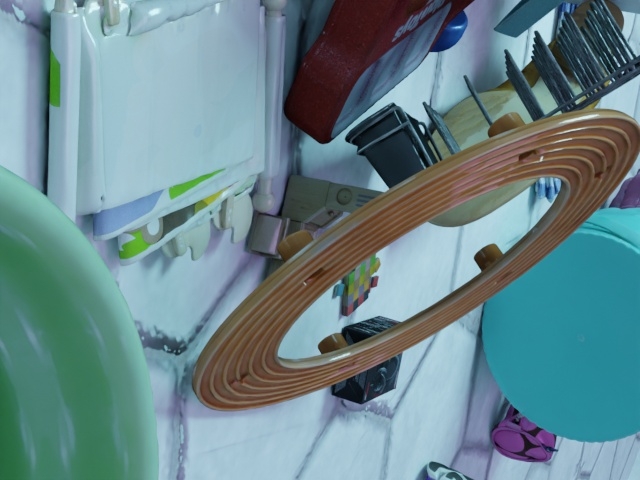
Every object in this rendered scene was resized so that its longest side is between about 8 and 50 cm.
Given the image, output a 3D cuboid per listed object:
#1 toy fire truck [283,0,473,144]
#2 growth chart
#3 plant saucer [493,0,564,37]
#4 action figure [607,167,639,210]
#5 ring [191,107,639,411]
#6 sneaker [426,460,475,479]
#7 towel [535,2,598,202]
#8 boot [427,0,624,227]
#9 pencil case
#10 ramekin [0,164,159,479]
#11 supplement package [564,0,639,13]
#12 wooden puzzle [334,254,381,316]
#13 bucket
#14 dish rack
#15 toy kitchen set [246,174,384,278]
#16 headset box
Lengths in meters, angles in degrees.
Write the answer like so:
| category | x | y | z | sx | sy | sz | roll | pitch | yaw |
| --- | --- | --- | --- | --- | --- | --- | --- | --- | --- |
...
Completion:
| category | x | y | z | sx | sy | sz | roll | pitch | yaw |
| --- | --- | --- | --- | --- | --- | --- | --- | --- | --- |
| toy fire truck | 0.094 | -0.219 | 0.799 | 0.302 | 0.169 | 0.254 | -46 | 169 | -49 |
| growth chart | -0.078 | -0.067 | 0.649 | 0.237 | 0.021 | 0.172 | -20 | 123 | -61 |
| plant saucer | 0.182 | -0.196 | 0.825 | 0.067 | 0.018 | 0.192 | -36 | -172 | 39 |
| action figure | 0.462 | -0.006 | 1.699 | 0.276 | 0.248 | 0.370 | 38 | 68 | -35 |
| ring | 0.062 | 0.014 | 0.760 | 0.337 | 0.032 | 0.336 | -28 | 160 | -11 |
| sneaker | 0.150 | 0.303 | 1.296 | 0.071 | 0.068 | 0.170 | -59 | 152 | -19 |
| towel | 0.321 | -0.207 | 1.402 | 0.209 | 0.034 | 0.285 | -37 | 136 | -54 |
| boot | 0.188 | -0.086 | 1.121 | 0.295 | 0.104 | 0.211 | -47 | 166 | -18 |
| pencil case | 0.300 | 0.191 | 1.527 | 0.098 | 0.095 | 0.209 | 57 | 48 | -39 |
| ramekin | -0.196 | 0.107 | 0.324 | 0.303 | 0.148 | 0.303 | -34 | 130 | -53 |
| supplement package | 0.272 | -0.359 | 1.009 | 0.199 | 0.198 | 0.262 | -67 | 155 | -19 |
| wooden puzzle | 0.033 | 0.032 | 0.958 | 0.083 | 0.006 | 0.049 | -38 | 137 | -53 |
| bucket | 0.334 | 0.096 | 1.336 | 0.183 | 0.281 | 0.281 | -13 | 115 | -57 |
| dish rack | 0.160 | -0.111 | 0.820 | 0.074 | 0.271 | 0.208 | 60 | 10 | 1 |
| toy kitchen set | 0.000 | 0.000 | 0.786 | 0.068 | 0.075 | 0.083 | 17 | 85 | -65 |
| headset box | 0.045 | 0.102 | 0.994 | 0.083 | 0.032 | 0.062 | -6 | 109 | -62 |
